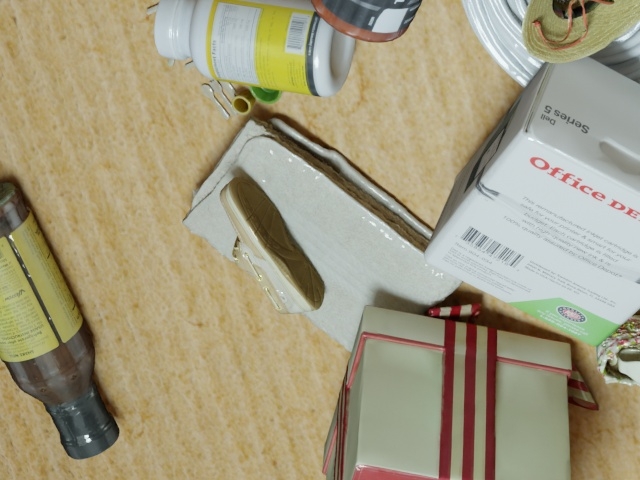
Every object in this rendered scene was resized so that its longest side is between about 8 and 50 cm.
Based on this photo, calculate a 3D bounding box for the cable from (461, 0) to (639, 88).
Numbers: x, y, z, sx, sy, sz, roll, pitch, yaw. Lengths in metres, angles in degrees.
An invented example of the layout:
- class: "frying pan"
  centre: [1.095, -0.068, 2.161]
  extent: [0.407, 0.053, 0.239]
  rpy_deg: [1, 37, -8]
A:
- class: "cable"
  centre: [0.246, -0.240, 1.742]
  extent: [0.257, 0.089, 0.257]
  rpy_deg: [34, 132, 2]

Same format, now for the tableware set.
- class: "tableware set"
  centre: [-0.110, -0.194, 2.004]
  extent: [0.104, 0.024, 0.154]
  rpy_deg: [-24, 108, 37]

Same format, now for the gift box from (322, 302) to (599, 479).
- class: "gift box"
  centre: [0.143, 0.237, 2.026]
  extent: [0.276, 0.258, 0.255]
  rpy_deg: [14, 131, -8]

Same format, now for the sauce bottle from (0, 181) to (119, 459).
- class: "sauce bottle"
  centre: [-0.334, 0.101, 2.271]
  extent: [0.111, 0.111, 0.344]
  rpy_deg: [-6, 117, 31]

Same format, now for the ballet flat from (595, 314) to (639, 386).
- class: "ballet flat"
  centre: [0.385, 0.126, 1.931]
  extent: [0.241, 0.077, 0.091]
  rpy_deg: [2, 122, 26]

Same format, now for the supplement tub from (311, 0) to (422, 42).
- class: "supplement tub"
  centre: [0.067, -0.285, 1.792]
  extent: [0.106, 0.106, 0.198]
  rpy_deg: [31, 132, 6]

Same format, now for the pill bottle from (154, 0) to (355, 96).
- class: "pill bottle"
  centre: [-0.065, -0.204, 1.914]
  extent: [0.184, 0.103, 0.103]
  rpy_deg: [11, 126, 17]

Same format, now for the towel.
- class: "towel"
  centre: [0.000, 0.000, 2.068]
  extent: [0.282, 0.049, 0.187]
  rpy_deg: [38, 133, -2]

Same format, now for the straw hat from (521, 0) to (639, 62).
- class: "straw hat"
  centre: [0.220, -0.225, 1.660]
  extent: [0.061, 0.144, 0.144]
  rpy_deg: [62, 143, 36]

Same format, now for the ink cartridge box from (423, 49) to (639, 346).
- class: "ink cartridge box"
  centre: [0.240, -0.035, 1.800]
  extent: [0.198, 0.115, 0.273]
  rpy_deg: [27, 151, -4]

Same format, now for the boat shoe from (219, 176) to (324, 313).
- class: "boat shoe"
  centre: [-0.063, 0.012, 2.034]
  extent: [0.059, 0.063, 0.170]
  rpy_deg: [-21, 113, 31]
